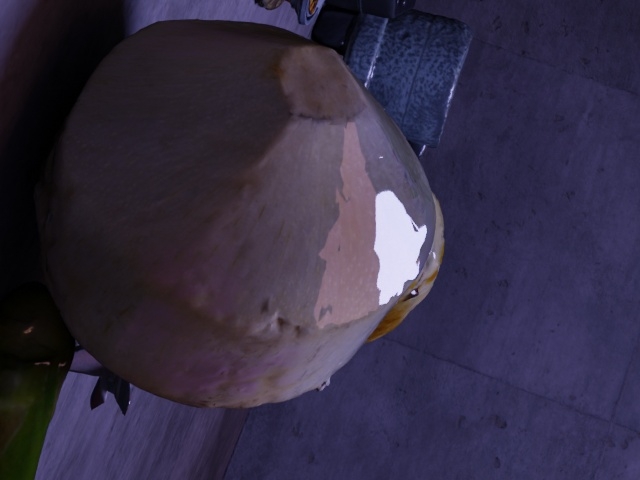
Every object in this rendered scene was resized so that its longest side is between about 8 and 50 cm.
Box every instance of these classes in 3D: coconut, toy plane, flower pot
[{"bbox_3d":[-0.073,-0.028,0.962,0.352,0.352,0.352,20,90,-85],"label":"coconut"},{"bbox_3d":[-0.187,0.024,1.191,0.223,0.104,0.326,-13,-123,64],"label":"toy plane"},{"bbox_3d":[0.117,-0.310,2.090,0.299,0.283,0.299,17,90,-87],"label":"flower pot"}]

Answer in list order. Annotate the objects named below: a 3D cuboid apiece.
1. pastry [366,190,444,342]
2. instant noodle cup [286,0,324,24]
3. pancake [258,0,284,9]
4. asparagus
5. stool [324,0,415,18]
[{"bbox_3d":[0.000,0.000,1.741,0.388,0.388,0.312,100,-32,-62],"label":"pastry"},{"bbox_3d":[-0.039,-0.337,1.188,0.208,0.125,0.177,106,8,-67],"label":"instant noodle cup"},{"bbox_3d":[-0.029,-0.430,1.470,0.250,0.031,0.250,21,90,-85],"label":"pancake"},{"bbox_3d":[-0.289,0.201,0.993,0.085,0.082,0.343,48,-57,55],"label":"asparagus"},{"bbox_3d":[0.088,-0.448,1.661,0.232,0.141,0.232,18,90,-75],"label":"stool"}]
